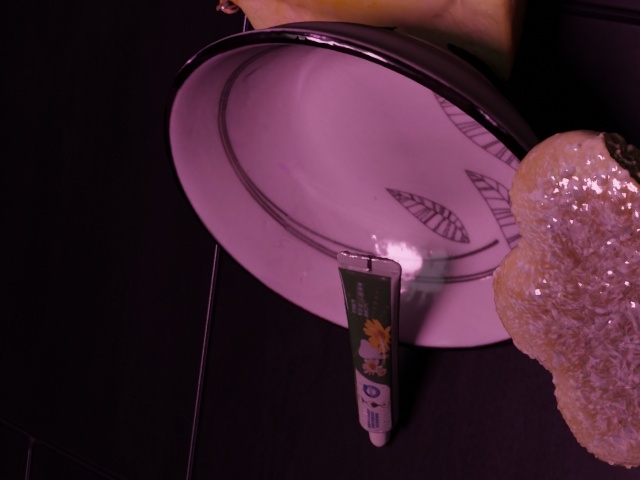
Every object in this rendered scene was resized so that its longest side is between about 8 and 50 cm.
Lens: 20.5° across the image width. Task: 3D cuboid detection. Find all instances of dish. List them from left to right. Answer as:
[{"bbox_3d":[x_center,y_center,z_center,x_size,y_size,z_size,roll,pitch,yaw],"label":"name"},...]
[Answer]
[{"bbox_3d":[0.048,-0.059,1.261,0.316,0.316,0.106,-19,34,46],"label":"dish"}]

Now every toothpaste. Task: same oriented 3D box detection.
[{"bbox_3d":[0.041,0.086,1.326,0.049,0.031,0.204,10,136,16],"label":"toothpaste"}]

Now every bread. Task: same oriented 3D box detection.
[{"bbox_3d":[0.219,0.070,1.109,0.286,0.056,0.207,37,131,14],"label":"bread"}]

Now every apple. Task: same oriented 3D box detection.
[{"bbox_3d":[0.045,-0.195,1.308,0.265,0.120,0.193,22,132,27],"label":"apple"}]

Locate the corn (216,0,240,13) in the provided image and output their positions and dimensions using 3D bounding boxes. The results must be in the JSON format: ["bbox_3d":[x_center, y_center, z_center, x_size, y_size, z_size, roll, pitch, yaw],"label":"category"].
[{"bbox_3d":[-0.028,-0.333,1.406,0.102,0.102,0.313,14,100,46],"label":"corn"}]
